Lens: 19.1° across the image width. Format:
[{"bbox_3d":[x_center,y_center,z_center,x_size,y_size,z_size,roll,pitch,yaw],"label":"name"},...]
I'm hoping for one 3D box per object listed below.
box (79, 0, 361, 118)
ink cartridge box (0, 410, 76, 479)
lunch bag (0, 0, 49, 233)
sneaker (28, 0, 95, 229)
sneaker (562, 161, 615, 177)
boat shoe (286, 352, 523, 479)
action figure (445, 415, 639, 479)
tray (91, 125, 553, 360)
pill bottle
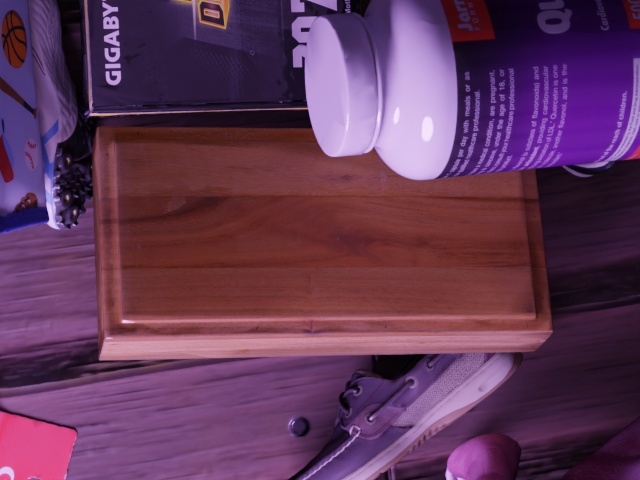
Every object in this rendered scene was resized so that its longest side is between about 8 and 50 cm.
[{"bbox_3d":[-0.096,-0.277,1.757,0.257,0.079,0.322,-2,92,-12],"label":"box"},{"bbox_3d":[-0.357,0.237,1.774,0.225,0.056,0.181,16,89,-8],"label":"ink cartridge box"},{"bbox_3d":[-0.462,-0.146,1.652,0.385,0.239,0.328,-2,94,16],"label":"lunch bag"},{"bbox_3d":[-0.268,-0.125,1.773,0.086,0.085,0.237,-7,100,23],"label":"sneaker"},{"bbox_3d":[0.209,-0.126,1.840,0.192,0.086,0.064,33,86,-9],"label":"sneaker"},{"bbox_3d":[0.060,0.161,1.821,0.285,0.103,0.092,-35,92,-11],"label":"boat shoe"},{"bbox_3d":[0.234,0.283,1.756,0.370,0.276,0.248,-7,75,-36],"label":"action figure"},{"bbox_3d":[0.000,0.000,1.759,0.411,0.076,0.203,-1,70,-11],"label":"tray"},{"bbox_3d":[0.158,-0.151,1.694,0.323,0.181,0.181,-6,93,-17],"label":"pill bottle"}]
